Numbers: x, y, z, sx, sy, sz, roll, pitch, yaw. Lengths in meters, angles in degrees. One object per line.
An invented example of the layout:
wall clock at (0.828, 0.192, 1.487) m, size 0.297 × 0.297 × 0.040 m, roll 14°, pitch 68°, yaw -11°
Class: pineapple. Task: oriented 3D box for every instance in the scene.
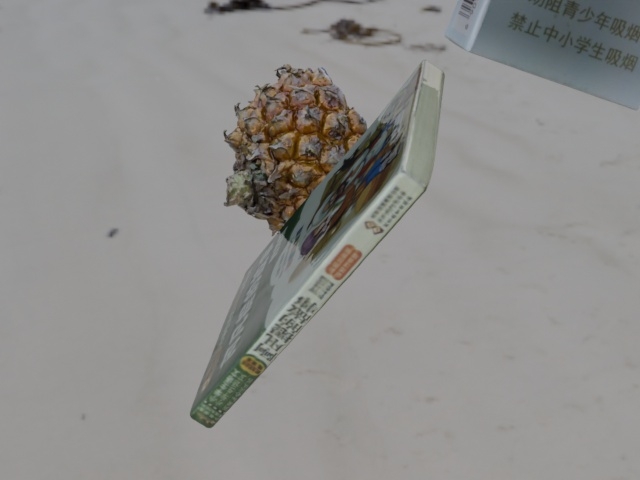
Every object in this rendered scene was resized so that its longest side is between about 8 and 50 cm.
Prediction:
pineapple at (-0.038, -0.066, 0.927) m, size 0.137 × 0.176 × 0.161 m, roll -28°, pitch 27°, yaw -26°

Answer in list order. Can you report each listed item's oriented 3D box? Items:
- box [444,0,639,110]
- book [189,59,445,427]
box at (0.209, -0.235, 0.711) m, size 0.155 × 0.243 × 0.067 m, roll 16°, pitch 18°, yaw -18°
book at (0.000, 0.000, 0.737) m, size 0.027 × 0.264 × 0.202 m, roll 34°, pitch 31°, yaw -11°
